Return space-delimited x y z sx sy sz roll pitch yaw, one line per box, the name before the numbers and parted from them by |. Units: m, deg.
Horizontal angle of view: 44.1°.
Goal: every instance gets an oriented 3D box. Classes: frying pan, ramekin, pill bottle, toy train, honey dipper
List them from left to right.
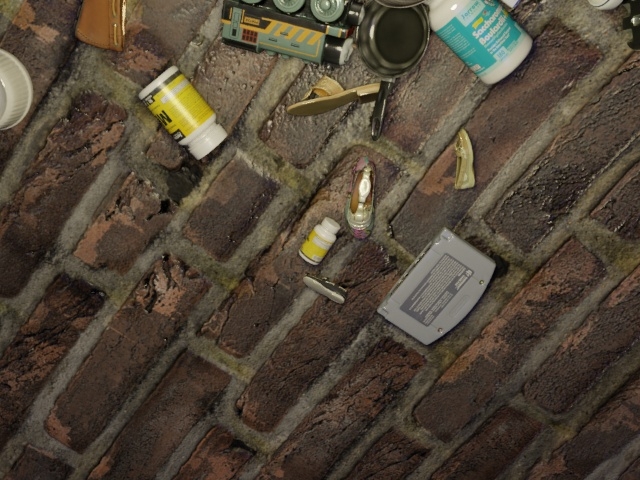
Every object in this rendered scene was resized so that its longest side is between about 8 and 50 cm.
ramekin | -0.810 -0.357 1.898 0.207 0.109 0.207 1 112 2
pill bottle | -0.326 -0.304 1.894 0.119 0.119 0.208 -36 105 14
toy train | -0.071 -0.506 1.790 0.334 0.142 0.190 15 117 6
pill bottle | 0.000 0.000 2.028 0.065 0.065 0.116 32 108 -10
honey dipper | 0.074 -0.461 1.870 0.161 0.030 0.030 18 111 -9
frying pan | 0.179 -0.407 1.801 0.197 0.053 0.326 -10 92 38
pill bottle | 0.342 -0.489 1.783 0.264 0.146 0.146 41 107 -13

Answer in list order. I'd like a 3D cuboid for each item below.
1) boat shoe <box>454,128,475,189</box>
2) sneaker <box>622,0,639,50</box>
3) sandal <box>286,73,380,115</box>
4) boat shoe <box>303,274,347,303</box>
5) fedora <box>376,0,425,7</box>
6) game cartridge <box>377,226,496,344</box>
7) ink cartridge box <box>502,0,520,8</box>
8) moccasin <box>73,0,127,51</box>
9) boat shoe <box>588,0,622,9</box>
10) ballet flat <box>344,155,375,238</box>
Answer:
boat shoe | 0.348 -0.198 1.946 0.048 0.056 0.152 -10 118 1
sneaker | 0.749 -0.597 1.754 0.146 0.122 0.330 -11 104 -18
sandal | 0.031 -0.362 1.896 0.240 0.088 0.079 -11 79 -1
boat shoe | 0.014 0.121 2.089 0.125 0.038 0.046 28 151 -3
fedora | 0.154 -0.633 1.681 0.244 0.124 0.275 -33 80 30
game cartridge | 0.312 0.128 2.073 0.196 0.060 0.294 35 108 -7
ink cartridge box | 0.410 -0.673 1.764 0.224 0.045 0.223 34 108 -11
moccasin | -0.447 -0.607 1.770 0.147 0.139 0.379 17 113 -10
boat shoe | 0.606 -0.684 1.674 0.157 0.136 0.366 1 109 -28
ballet flat | 0.102 -0.099 1.979 0.077 0.079 0.221 4 111 0
